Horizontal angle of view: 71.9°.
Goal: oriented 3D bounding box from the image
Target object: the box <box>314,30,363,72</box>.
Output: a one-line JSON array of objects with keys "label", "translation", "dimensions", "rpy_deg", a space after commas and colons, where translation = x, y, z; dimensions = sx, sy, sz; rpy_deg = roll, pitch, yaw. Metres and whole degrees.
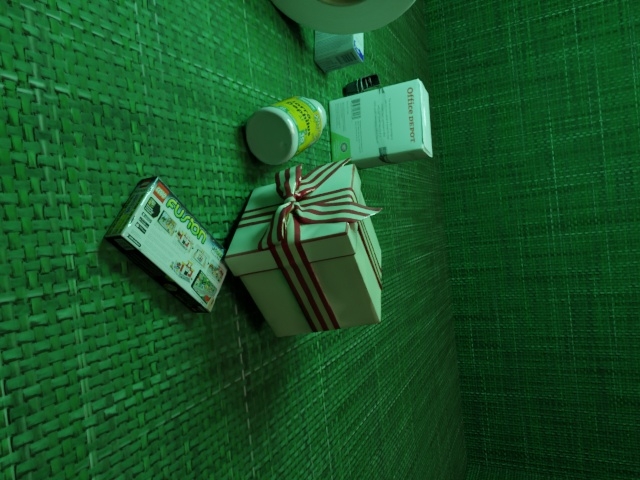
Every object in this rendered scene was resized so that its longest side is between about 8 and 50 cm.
[{"label": "box", "translation": [0.052, -0.562, 1.240], "dimensions": [0.072, 0.126, 0.137], "rpy_deg": [22, 66, -59]}]

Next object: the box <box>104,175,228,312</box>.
[{"label": "box", "translation": [-0.223, 0.014, 0.688], "dimensions": [0.207, 0.036, 0.114], "rpy_deg": [57, 38, -43]}]

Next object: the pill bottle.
[{"label": "pill bottle", "translation": [-0.064, -0.248, 0.962], "dimensions": [0.208, 0.117, 0.117], "rpy_deg": [-48, 127, -56]}]

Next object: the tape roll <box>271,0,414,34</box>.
[{"label": "tape roll", "translation": [0.047, -0.618, 0.950], "dimensions": [0.392, 0.392, 0.072], "rpy_deg": [36, 54, -56]}]

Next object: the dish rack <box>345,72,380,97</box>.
[{"label": "dish rack", "translation": [0.162, -0.412, 1.491], "dimensions": [0.208, 0.074, 0.271], "rpy_deg": [-44, 125, -56]}]

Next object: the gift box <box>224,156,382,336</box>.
[{"label": "gift box", "translation": [0.000, 0.000, 0.851], "dimensions": [0.255, 0.276, 0.258], "rpy_deg": [-88, 158, -52]}]

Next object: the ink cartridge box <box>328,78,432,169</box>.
[{"label": "ink cartridge box", "translation": [0.172, -0.322, 1.271], "dimensions": [0.115, 0.273, 0.198], "rpy_deg": [7, 79, -63]}]
